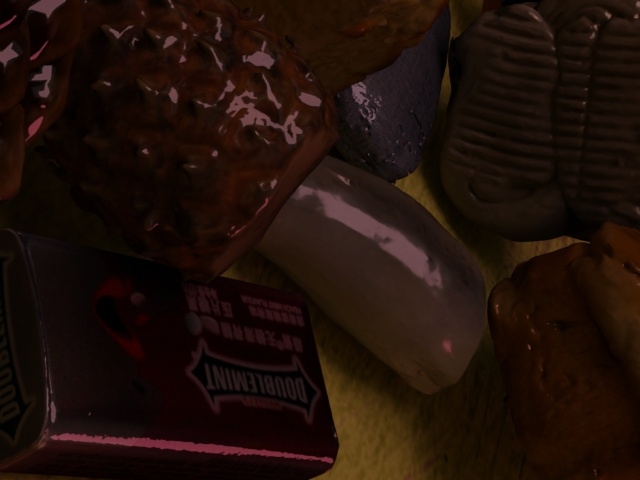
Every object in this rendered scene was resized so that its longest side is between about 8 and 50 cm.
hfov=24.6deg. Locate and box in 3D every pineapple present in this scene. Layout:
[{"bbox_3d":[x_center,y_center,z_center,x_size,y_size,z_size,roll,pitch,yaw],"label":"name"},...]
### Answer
[{"bbox_3d":[-0.132,-0.123,0.789,0.310,0.141,0.170,42,38,3],"label":"pineapple"}]

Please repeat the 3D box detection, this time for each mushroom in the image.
[{"bbox_3d":[0.000,0.000,0.946,0.270,0.103,0.118,29,54,-29],"label":"mushroom"}]

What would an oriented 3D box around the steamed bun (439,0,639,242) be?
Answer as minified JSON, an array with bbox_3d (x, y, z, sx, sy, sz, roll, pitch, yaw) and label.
[{"bbox_3d":[0.209,-0.109,1.177,0.144,0.211,0.218,-27,122,-67],"label":"steamed bun"}]

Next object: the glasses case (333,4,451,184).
[{"bbox_3d":[0.054,-0.152,1.153,0.109,0.067,0.282,54,30,-29],"label":"glasses case"}]

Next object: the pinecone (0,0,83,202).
[{"bbox_3d":[-0.263,-0.163,0.525,0.384,0.384,0.384,33,42,-36],"label":"pinecone"}]

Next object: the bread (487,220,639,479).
[{"bbox_3d":[0.235,0.088,1.073,0.344,0.149,0.195,9,64,-69],"label":"bread"}]

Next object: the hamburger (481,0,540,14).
[{"bbox_3d":[0.300,-0.193,1.332,0.225,0.291,0.291,-1,67,-49],"label":"hamburger"}]

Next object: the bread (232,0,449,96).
[{"bbox_3d":[-0.030,-0.238,1.002,0.114,0.185,0.275,-3,68,-50],"label":"bread"}]

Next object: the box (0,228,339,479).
[{"bbox_3d":[-0.089,0.071,0.794,0.224,0.069,0.120,17,52,-49],"label":"box"}]
